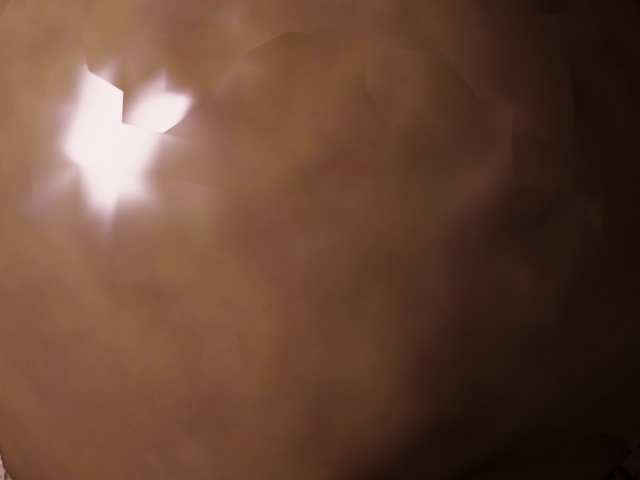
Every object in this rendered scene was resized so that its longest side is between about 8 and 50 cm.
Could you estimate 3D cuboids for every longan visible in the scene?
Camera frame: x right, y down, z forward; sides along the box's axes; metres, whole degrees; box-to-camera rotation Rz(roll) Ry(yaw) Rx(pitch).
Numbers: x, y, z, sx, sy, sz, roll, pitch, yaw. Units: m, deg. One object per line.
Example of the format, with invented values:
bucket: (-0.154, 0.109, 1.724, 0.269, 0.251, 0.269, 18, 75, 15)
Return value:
longan: (0.008, -0.004, 0.791, 0.404, 0.404, 0.436, 42, 143, 51)
